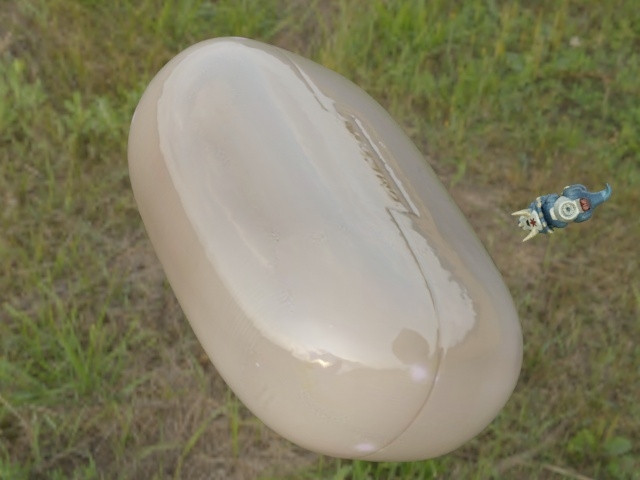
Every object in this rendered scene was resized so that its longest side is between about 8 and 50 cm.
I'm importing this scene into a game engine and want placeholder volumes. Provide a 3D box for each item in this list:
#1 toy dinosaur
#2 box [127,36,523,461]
[{"bbox_3d":[0.202,-0.026,0.981,0.083,0.030,0.047,-21,5,9],"label":"toy dinosaur"},{"bbox_3d":[0.000,0.000,0.482,0.146,0.088,0.200,12,37,-45],"label":"box"}]
